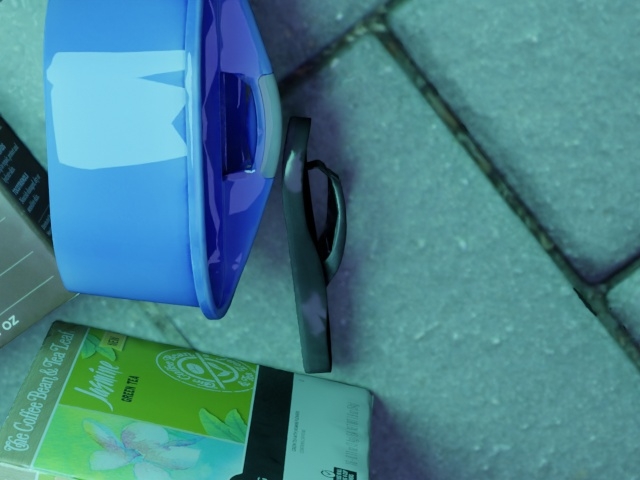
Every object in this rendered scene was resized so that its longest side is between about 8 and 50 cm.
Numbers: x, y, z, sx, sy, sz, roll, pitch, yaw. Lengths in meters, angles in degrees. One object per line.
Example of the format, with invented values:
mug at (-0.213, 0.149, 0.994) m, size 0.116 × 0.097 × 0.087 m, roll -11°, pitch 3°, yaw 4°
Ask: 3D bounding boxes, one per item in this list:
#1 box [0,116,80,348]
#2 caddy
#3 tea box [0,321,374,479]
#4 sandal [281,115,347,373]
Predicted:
box at (-0.385, -0.068, 1.632) m, size 0.191 × 0.143 × 0.381 m, roll -36°, pitch 101°, yaw 11°
caddy at (-0.121, -0.100, 1.564) m, size 0.179 × 0.241 × 0.341 m, roll 1°, pitch 107°, yaw 5°
tea box at (-0.129, 0.254, 1.623) m, size 0.324 × 0.329 × 0.220 m, roll 12°, pitch 107°, yaw -3°
sandal at (0.000, 0.000, 1.672) m, size 0.054 × 0.097 × 0.254 m, roll -5°, pitch 117°, yaw 4°
